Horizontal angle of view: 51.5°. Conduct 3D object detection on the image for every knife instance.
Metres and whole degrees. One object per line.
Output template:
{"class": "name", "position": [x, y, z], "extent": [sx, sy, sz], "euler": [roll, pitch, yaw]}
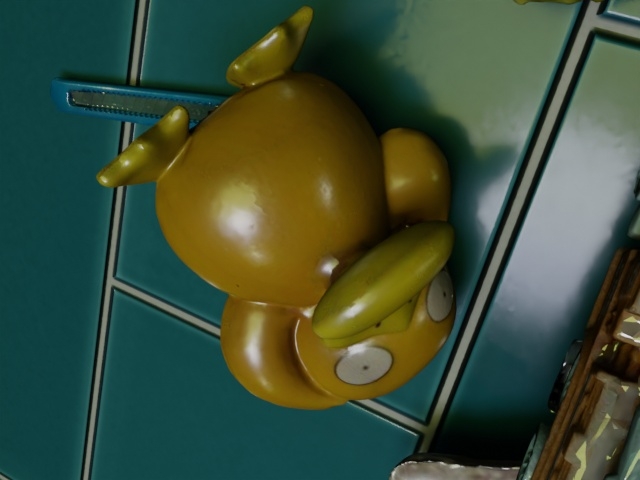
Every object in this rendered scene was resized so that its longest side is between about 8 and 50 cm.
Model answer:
{"class": "knife", "position": [-0.105, -0.100, 0.538], "extent": [0.297, 0.026, 0.044], "euler": [10, 122, 21]}

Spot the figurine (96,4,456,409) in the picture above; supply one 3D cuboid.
{"class": "figurine", "position": [-0.006, -0.006, 0.441], "extent": [0.228, 0.215, 0.215], "euler": [47, 120, 13]}

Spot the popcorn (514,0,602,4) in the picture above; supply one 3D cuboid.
{"class": "popcorn", "position": [0.135, -0.222, 0.304], "extent": [0.204, 0.184, 0.221], "euler": [43, 133, 21]}

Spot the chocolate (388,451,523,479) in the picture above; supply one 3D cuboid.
{"class": "chocolate", "position": [0.199, 0.235, 0.466], "extent": [0.304, 0.100, 0.185], "euler": [-6, 92, 22]}

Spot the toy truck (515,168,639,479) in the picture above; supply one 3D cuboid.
{"class": "toy truck", "position": [0.205, 0.044, 0.322], "extent": [0.133, 0.184, 0.338], "euler": [21, 92, 17]}
